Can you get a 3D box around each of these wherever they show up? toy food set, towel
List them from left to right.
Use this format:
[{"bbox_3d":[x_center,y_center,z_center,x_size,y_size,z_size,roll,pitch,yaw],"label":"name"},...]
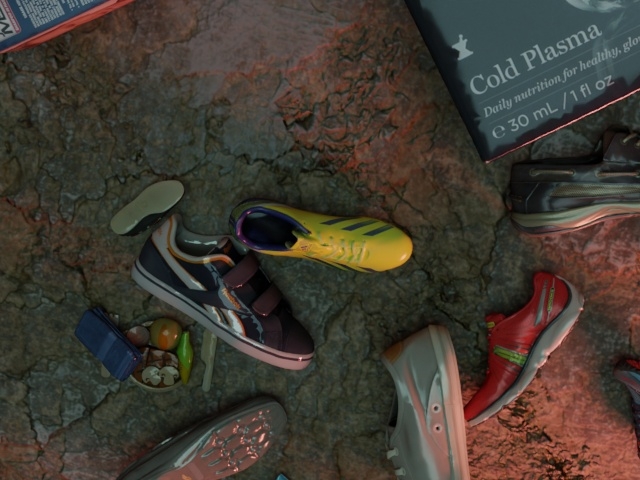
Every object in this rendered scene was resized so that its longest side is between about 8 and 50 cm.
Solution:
[{"bbox_3d":[-0.344,0.168,1.572,0.119,0.029,0.067,42,116,13],"label":"towel"},{"bbox_3d":[-0.269,0.189,1.588,0.192,0.038,0.132,7,103,1],"label":"toy food set"}]

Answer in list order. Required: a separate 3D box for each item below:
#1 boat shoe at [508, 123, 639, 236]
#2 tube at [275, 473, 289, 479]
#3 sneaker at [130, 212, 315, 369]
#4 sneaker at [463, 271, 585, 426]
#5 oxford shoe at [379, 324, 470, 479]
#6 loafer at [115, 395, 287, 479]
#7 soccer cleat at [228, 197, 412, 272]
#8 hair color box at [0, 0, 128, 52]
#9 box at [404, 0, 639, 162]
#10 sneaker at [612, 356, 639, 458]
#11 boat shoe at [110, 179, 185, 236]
[{"bbox_3d":[0.454,-0.105,1.453,0.355,0.132,0.130,-14,102,4],"label":"boat shoe"},{"bbox_3d":[-0.105,0.494,1.650,0.080,0.052,0.207,40,95,-16],"label":"tube"},{"bbox_3d":[-0.133,0.078,1.515,0.321,0.126,0.127,30,107,-3],"label":"sneaker"},{"bbox_3d":[0.304,0.170,1.550,0.118,0.107,0.279,37,98,13],"label":"sneaker"},{"bbox_3d":[0.172,0.359,1.549,0.130,0.169,0.449,-9,95,1],"label":"oxford shoe"},{"bbox_3d":[-0.205,0.347,1.587,0.319,0.111,0.112,-29,117,-9],"label":"loafer"},{"bbox_3d":[-0.001,0.001,1.495,0.289,0.121,0.093,12,102,-1],"label":"soccer cleat"},{"bbox_3d":[-0.313,-0.387,1.394,0.347,0.174,0.105,-22,102,7],"label":"hair color box"},{"bbox_3d":[0.317,-0.425,1.226,0.480,0.297,0.472,-26,99,13],"label":"box"},{"bbox_3d":[0.549,0.302,1.554,0.262,0.104,0.125,44,102,-7],"label":"sneaker"},{"bbox_3d":[-0.269,-0.051,1.536,0.133,0.042,0.049,-33,74,8],"label":"boat shoe"}]
